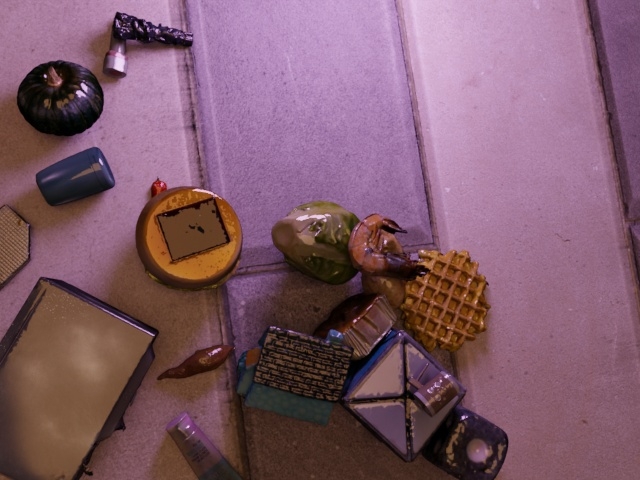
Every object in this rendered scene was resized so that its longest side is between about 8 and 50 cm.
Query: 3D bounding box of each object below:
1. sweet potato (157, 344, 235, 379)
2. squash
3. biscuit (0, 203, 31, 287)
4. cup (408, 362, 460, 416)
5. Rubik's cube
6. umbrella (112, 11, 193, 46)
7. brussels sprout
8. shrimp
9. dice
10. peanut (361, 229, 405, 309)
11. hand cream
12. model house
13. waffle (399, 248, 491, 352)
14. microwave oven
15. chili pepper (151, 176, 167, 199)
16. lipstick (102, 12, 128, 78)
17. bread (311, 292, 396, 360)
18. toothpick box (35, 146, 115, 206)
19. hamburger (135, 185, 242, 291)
[{"bbox_3d":[-0.340,0.338,1.679,0.226,0.068,0.068,-21,88,-12],"label":"sweet potato"},{"bbox_3d":[-0.689,-0.377,1.630,0.218,0.172,0.218,2,83,-13],"label":"squash"},{"bbox_3d":[-0.861,0.041,1.614,0.150,0.052,0.252,42,80,-8],"label":"biscuit"},{"bbox_3d":[0.285,0.375,1.544,0.099,0.102,0.074,-36,131,-11],"label":"cup"},{"bbox_3d":[0.196,0.408,1.679,0.254,0.259,0.260,42,77,-3],"label":"Rubik's cube"},{"bbox_3d":[-0.467,-0.585,1.727,0.224,0.071,0.080,3,77,-29],"label":"umbrella"},{"bbox_3d":[0.000,0.000,1.693,0.271,0.210,0.220,13,97,-41],"label":"brussels sprout"},{"bbox_3d":[0.185,0.020,1.678,0.289,0.075,0.178,9,73,-30],"label":"shrimp"},{"bbox_3d":[0.406,0.580,1.739,0.181,0.183,0.182,33,78,-4],"label":"dice"},{"bbox_3d":[0.182,0.077,1.775,0.137,0.122,0.254,10,78,-42],"label":"peanut"},{"bbox_3d":[-0.302,0.611,1.657,0.111,0.070,0.312,-38,96,-15],"label":"hand cream"},{"bbox_3d":[-0.068,0.302,1.601,0.261,0.226,0.241,16,118,-9],"label":"model house"},{"bbox_3d":[0.379,0.180,1.838,0.328,0.062,0.330,1,83,-11],"label":"waffle"},{"bbox_3d":[-0.638,0.356,1.529,0.374,0.236,0.432,30,80,-6],"label":"microwave oven"},{"bbox_3d":[-0.449,-0.094,1.721,0.045,0.027,0.178,-4,88,-12],"label":"chili pepper"},{"bbox_3d":[-0.572,-0.557,1.736,0.063,0.057,0.187,13,74,-38],"label":"lipstick"},{"bbox_3d":[0.090,0.232,1.698,0.192,0.209,0.110,-42,102,-23],"label":"bread"},{"bbox_3d":[-0.657,-0.166,1.642,0.184,0.120,0.120,-24,89,-10],"label":"toothpick box"},{"bbox_3d":[-0.352,-0.002,1.652,0.299,0.176,0.301,2,84,-16],"label":"hamburger"}]
